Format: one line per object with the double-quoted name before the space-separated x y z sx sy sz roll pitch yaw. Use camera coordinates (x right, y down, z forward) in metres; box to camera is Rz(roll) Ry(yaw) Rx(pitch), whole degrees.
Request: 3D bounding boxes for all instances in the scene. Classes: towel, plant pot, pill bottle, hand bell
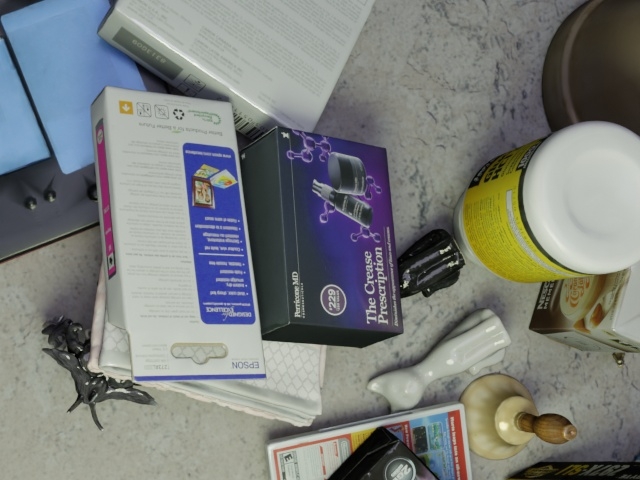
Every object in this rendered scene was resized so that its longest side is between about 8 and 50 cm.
"towel" -0.125 0.055 1.373 0.332 0.053 0.317 19 62 -29
"plant pot" 0.526 -0.246 1.521 0.323 0.280 0.323 1 84 -14
"pill bottle" 0.301 -0.039 1.418 0.188 0.334 0.188 1 84 -14
"hand bell" 0.283 0.247 1.435 0.126 0.242 0.126 1 84 -12

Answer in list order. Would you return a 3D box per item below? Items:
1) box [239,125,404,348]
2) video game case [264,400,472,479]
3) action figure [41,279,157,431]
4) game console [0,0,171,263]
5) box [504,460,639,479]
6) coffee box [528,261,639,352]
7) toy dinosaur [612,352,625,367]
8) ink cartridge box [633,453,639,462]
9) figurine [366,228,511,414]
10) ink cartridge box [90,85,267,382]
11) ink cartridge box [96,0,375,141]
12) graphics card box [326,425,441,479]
"box" 0.000 0.000 1.388 0.184 0.103 0.261 6 70 -32
"video game case" 0.074 0.348 1.468 0.285 0.025 0.204 -9 99 -14
"action figure" -0.265 0.119 1.370 0.164 0.141 0.276 29 59 -16
"game console" -0.382 -0.192 1.414 0.342 0.060 0.386 -22 90 -15
"box" 0.407 0.426 1.406 0.079 0.322 0.257 -18 89 -29
"coffee box" 0.401 0.077 1.475 0.098 0.246 0.141 21 80 -11
"toy dinosaur" 0.474 0.111 1.594 0.183 0.053 0.093 -42 123 -28
"ink cartridge box" 0.559 0.388 1.551 0.201 0.117 0.278 44 78 -6
"figurine" 0.135 0.126 1.500 0.209 0.092 0.215 -31 93 -6
"ink cartridge box" -0.174 -0.004 1.287 0.175 0.069 0.371 4 66 -33
"ink cartridge box" -0.088 -0.352 1.482 0.308 0.091 0.385 33 61 -17
"graphics card box" 0.133 0.460 1.429 0.233 0.094 0.371 -44 101 -7
